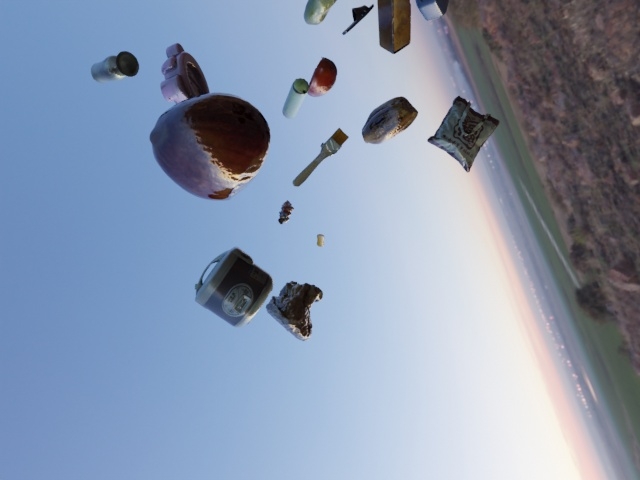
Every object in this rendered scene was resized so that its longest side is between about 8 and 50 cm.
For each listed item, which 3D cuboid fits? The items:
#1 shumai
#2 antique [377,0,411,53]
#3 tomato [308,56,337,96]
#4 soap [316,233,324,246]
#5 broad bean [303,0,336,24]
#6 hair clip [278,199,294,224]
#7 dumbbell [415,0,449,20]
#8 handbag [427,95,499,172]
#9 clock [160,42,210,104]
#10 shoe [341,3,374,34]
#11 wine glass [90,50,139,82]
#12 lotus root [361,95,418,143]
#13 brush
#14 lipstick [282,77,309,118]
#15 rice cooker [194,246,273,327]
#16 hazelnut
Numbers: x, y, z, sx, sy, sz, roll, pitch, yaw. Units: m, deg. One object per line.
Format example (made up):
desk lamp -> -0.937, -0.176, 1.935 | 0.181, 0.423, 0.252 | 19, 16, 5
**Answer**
shumai -> -0.098, 0.317, 2.259 | 0.267, 0.262, 0.314 | 40, 170, 5
antique -> 0.269, -0.845, 1.704 | 0.087, 0.093, 0.310 | 45, 165, 31
tomato -> 0.016, -0.707, 2.060 | 0.099, 0.173, 0.189 | 25, -156, 1
soap -> 0.000, 0.000, 2.056 | 0.089, 0.034, 0.012 | 93, -173, -53
broad bean -> 0.018, -0.826, 1.579 | 0.100, 0.228, 0.169 | 33, -118, -7
hair clip -> -0.158, -0.134, 2.142 | 0.062, 0.056, 0.214 | 45, -163, -19
dumbbell -> 0.429, -0.752, 1.330 | 0.160, 0.324, 0.144 | 16, -110, -56
handbag -> 0.557, -0.419, 1.827 | 0.212, 0.235, 0.127 | 33, 179, -4
clock -> -0.606, -0.706, 2.134 | 0.295, 0.113, 0.323 | 49, -154, -61
shoe -> 0.129, -0.833, 1.736 | 0.053, 0.159, 0.062 | 44, -175, -18
wine glass -> -0.869, -0.721, 1.969 | 0.103, 0.230, 0.103 | -5, -84, -51
lotus root -> 0.329, -0.597, 2.335 | 0.193, 0.290, 0.193 | 38, -148, -30
brush -> -0.006, -0.371, 2.149 | 0.085, 0.336, 0.020 | 37, -169, -35
lipstick -> -0.114, -0.626, 2.083 | 0.304, 0.076, 0.076 | 154, 95, -76
rice cooker -> -0.364, 0.193, 1.962 | 0.277, 0.288, 0.288 | 38, -152, -10
hazelnut -> -0.393, -0.341, 1.671 | 0.421, 0.420, 0.353 | 37, -127, -54
